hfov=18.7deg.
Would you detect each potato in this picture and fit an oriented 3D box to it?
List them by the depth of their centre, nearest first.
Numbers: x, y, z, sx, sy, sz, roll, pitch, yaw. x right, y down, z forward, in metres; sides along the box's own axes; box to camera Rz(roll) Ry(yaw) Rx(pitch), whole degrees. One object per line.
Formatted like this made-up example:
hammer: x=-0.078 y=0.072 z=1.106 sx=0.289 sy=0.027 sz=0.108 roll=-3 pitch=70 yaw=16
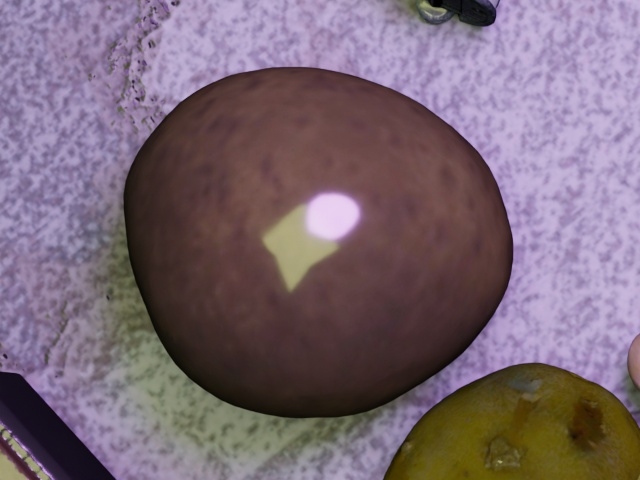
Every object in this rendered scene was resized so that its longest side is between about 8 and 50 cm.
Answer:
potato: x=0.117 y=0.202 z=1.216 sx=0.186 sy=0.148 sz=0.253 roll=13 pitch=71 yaw=47

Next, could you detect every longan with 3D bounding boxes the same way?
longan: x=0.000 y=0.000 z=1.229 sx=0.246 sy=0.215 sz=0.246 roll=13 pitch=56 yaw=-20

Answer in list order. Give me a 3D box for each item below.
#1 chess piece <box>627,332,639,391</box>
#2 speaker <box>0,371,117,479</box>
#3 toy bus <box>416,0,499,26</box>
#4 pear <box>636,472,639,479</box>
chess piece: x=0.294 y=-0.027 z=1.244 sx=0.139 sy=0.124 sz=0.307 roll=32 pitch=94 yaw=-21
speaker: x=-0.213 y=0.219 z=1.260 sx=0.192 sy=0.153 sz=0.231 roll=-44 pitch=81 yaw=3
toy bus: x=0.041 y=-0.214 z=1.300 sx=0.194 sy=0.087 sz=0.089 roll=25 pitch=85 yaw=8
pear: x=0.368 y=0.199 z=1.070 sx=0.391 sy=0.391 sz=0.391 roll=-1 pitch=85 yaw=7
